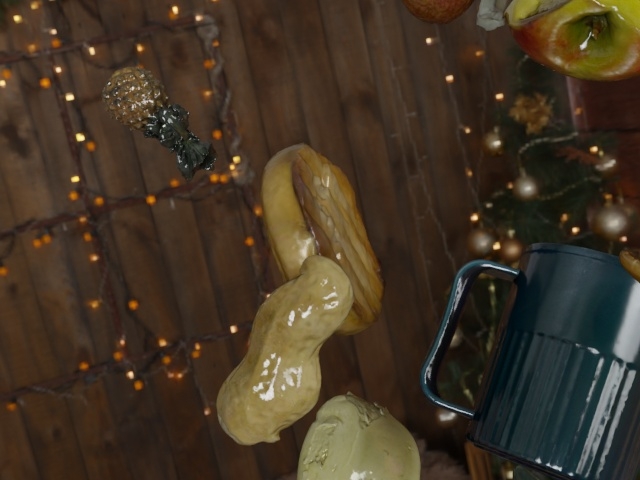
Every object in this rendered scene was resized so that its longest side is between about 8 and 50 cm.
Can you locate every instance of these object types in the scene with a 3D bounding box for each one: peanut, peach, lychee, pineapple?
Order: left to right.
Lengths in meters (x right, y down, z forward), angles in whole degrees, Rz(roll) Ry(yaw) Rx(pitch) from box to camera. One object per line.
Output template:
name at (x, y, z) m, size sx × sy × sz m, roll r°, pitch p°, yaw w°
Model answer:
pineapple at (-0.283, -0.207, 1.429) m, size 0.111 × 0.237 × 0.119 m, roll -47°, pitch -6°, yaw 12°
peanut at (-0.043, 0.139, 0.981) m, size 0.117 × 0.263 × 0.101 m, roll 21°, pitch 8°, yaw -9°
lychee at (0.146, -0.325, 0.956) m, size 0.101 × 0.114 × 0.140 m, roll 29°, pitch -18°, yaw 10°
peach at (0.477, -0.420, 1.275) m, size 0.380 × 0.242 × 0.306 m, roll -64°, pitch 18°, yaw -18°

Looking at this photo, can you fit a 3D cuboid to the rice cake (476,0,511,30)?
rice cake at (0.339, -0.491, 1.485) m, size 0.052 × 0.057 × 0.256 m, roll 7°, pitch 55°, yaw 19°

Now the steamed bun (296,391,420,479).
steamed bun at (0.076, 0.430, 1.463) m, size 0.166 × 0.232 × 0.273 m, roll -7°, pitch 49°, yaw 35°

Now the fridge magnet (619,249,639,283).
fridge magnet at (0.381, 0.038, 0.816) m, size 0.143 × 0.063 × 0.143 m, roll 19°, pitch 17°, yaw -6°

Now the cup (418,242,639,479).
cup at (0.325, 0.171, 1.084) m, size 0.307 × 0.292 × 0.242 m, roll 24°, pitch -10°, yaw -16°

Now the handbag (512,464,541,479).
handbag at (0.435, 0.580, 1.453) m, size 0.089 × 0.238 × 0.326 m, roll -56°, pitch 1°, yaw 20°

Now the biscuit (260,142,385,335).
biscuit at (0.000, 0.000, 1.170) m, size 0.102 × 0.296 × 0.296 m, roll -22°, pitch 7°, yaw 16°
